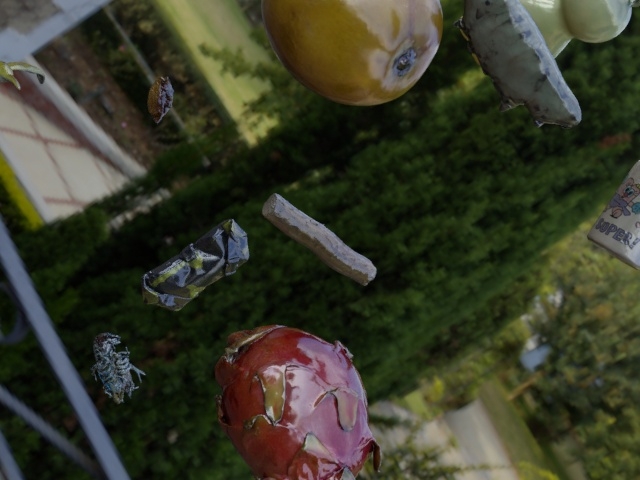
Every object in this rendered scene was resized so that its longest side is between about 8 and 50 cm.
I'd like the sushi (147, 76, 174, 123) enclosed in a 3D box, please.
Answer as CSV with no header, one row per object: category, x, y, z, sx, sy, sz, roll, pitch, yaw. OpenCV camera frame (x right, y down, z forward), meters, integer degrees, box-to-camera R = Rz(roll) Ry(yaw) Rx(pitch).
sushi,-0.320,-0.288,2.068,0.047,0.099,0.050,27,34,33

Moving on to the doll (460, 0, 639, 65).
doll,0.361,-0.344,1.595,0.141,0.296,0.117,64,35,-23

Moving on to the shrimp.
shrimp,-0.347,0.206,1.730,0.076,0.082,0.174,39,-30,34

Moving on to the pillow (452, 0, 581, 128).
pillow,0.239,-0.236,1.293,0.241,0.093,0.051,60,23,-4

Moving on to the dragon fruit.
dragon fruit,-0.036,0.256,1.549,0.250,0.250,0.315,53,0,-27

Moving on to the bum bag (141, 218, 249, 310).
bum bag,-0.234,0.054,1.921,0.106,0.232,0.060,55,1,-34

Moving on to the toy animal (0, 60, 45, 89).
toy animal,-0.447,-0.206,1.363,0.155,0.095,0.219,42,16,35

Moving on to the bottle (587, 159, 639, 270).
bottle,0.489,-0.067,1.512,0.097,0.209,0.110,34,6,27

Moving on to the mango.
mango,0.036,-0.353,1.487,0.264,0.221,0.378,2,45,-25

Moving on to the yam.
yam,0.000,0.000,1.719,0.241,0.057,0.057,36,18,-26
